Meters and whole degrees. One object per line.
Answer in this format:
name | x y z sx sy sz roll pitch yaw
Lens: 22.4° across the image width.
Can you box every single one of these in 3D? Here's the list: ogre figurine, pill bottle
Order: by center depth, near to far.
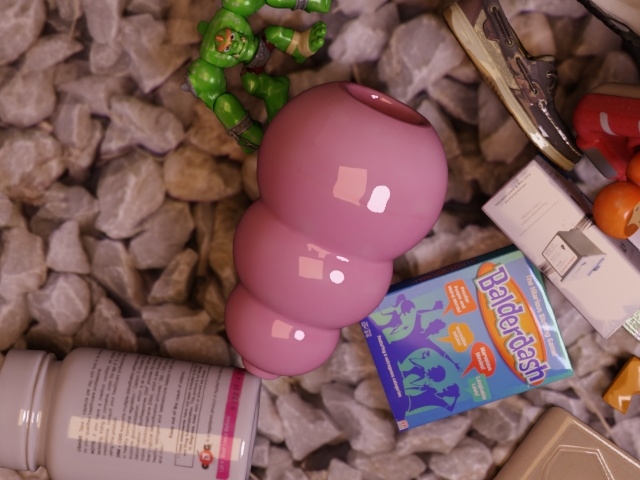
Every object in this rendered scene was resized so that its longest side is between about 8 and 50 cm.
ogre figurine | -0.075 -0.203 1.756 0.118 0.097 0.197 22 117 -20
pill bottle | -0.215 0.204 1.801 0.283 0.160 0.160 8 101 1

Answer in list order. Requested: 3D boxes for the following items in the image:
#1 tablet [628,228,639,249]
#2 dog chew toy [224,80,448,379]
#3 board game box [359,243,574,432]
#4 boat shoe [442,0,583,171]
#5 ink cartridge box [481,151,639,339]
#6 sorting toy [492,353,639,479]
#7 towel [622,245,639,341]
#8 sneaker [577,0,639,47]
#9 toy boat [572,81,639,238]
tablet | 0.348 -0.032 1.778 0.054 0.083 0.006 44 138 -6
dog chew toy | 0.000 0.000 1.738 0.206 0.206 0.332 25 107 -2
board game box | 0.161 0.107 1.823 0.210 0.047 0.160 -20 99 6
boat shoe | 0.222 -0.177 1.750 0.073 0.080 0.223 -38 93 14
ink cartridge box | 0.270 0.001 1.736 0.191 0.139 0.082 45 104 3
sorting toy | 0.327 0.294 1.860 0.229 0.041 0.307 36 100 0
towel | 0.394 0.072 1.819 0.152 0.023 0.113 44 100 -6
sneaker | 0.353 -0.285 1.624 0.410 0.158 0.182 44 100 30
toy boat | 0.337 -0.065 1.656 0.151 0.231 0.151 44 77 -28
